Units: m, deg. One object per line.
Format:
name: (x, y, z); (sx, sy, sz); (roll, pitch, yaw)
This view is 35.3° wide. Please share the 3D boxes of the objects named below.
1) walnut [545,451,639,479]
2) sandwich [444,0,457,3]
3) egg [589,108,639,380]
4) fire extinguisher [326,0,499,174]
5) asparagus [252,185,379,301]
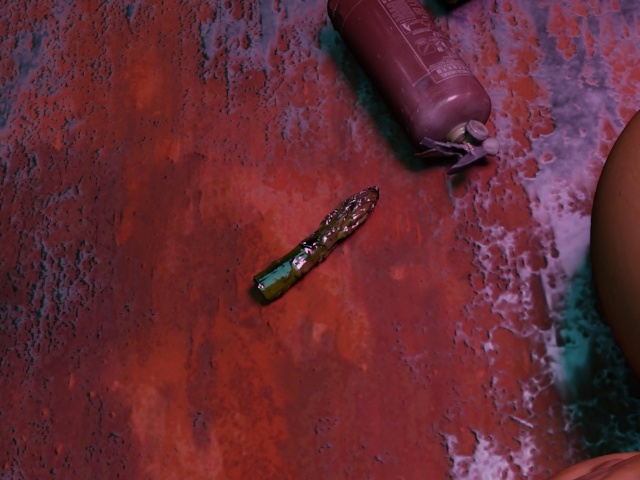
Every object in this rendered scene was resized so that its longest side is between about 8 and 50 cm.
walnut: (0.226, 0.298, 0.687); (0.306, 0.306, 0.344); (35, 70, 25)
sandwich: (0.184, -0.355, 1.135); (0.160, 0.109, 0.184); (-4, 60, -11)
egg: (0.369, 0.019, 0.781); (0.301, 0.301, 0.374); (-12, 50, 8)
fire extinguisher: (0.100, -0.171, 1.059); (0.105, 0.105, 0.269); (-28, 62, -1)
asparagus: (0.000, 0.000, 1.039); (0.165, 0.030, 0.036); (-43, 52, -8)
